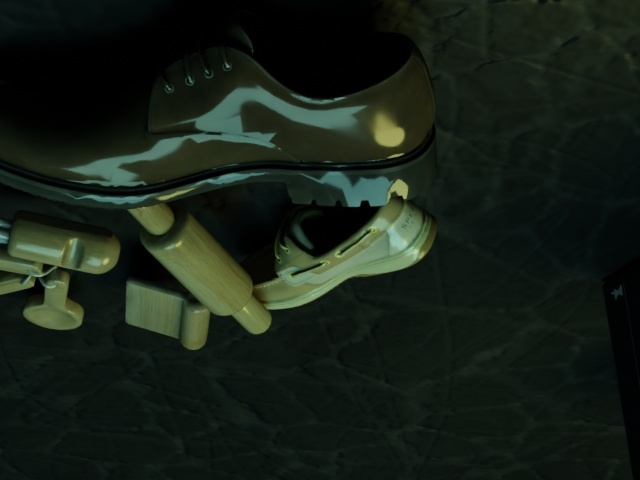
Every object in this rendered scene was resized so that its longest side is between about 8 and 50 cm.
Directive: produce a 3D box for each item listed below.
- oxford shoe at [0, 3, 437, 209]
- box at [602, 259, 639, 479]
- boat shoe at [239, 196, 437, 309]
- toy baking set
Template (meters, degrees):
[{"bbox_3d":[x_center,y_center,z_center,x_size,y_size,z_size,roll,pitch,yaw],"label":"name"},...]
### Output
[{"bbox_3d":[-0.059,-0.071,0.856,0.227,0.083,0.096,-4,132,-1],"label":"oxford shoe"},{"bbox_3d":[0.268,0.109,1.023,0.103,0.261,0.184,14,147,-30],"label":"box"},{"bbox_3d":[0.000,0.000,1.014,0.135,0.050,0.045,-21,130,33],"label":"boat shoe"},{"bbox_3d":[-0.146,0.008,0.984,0.197,0.030,0.256,-3,152,20],"label":"toy baking set"}]
